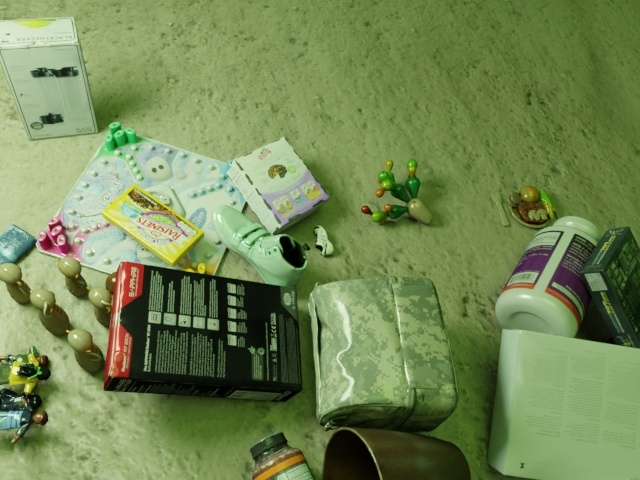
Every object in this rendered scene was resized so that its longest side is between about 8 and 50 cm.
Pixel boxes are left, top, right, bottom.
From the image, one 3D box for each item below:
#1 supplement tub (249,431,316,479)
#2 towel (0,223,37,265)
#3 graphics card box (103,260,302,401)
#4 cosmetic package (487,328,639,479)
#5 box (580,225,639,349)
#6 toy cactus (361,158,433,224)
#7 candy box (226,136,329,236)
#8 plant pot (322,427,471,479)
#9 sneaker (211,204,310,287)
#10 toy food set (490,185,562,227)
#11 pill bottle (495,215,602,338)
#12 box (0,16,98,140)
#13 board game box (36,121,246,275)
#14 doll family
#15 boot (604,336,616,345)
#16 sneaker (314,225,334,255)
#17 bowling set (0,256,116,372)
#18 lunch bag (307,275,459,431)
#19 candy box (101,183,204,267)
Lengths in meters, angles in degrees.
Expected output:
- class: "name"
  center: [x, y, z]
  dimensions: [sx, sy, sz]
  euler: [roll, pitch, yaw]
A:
- class: "supplement tub"
  center: [-0.058, 0.456, 1.034]
  dimensions: [0.106, 0.106, 0.198]
  euler: [-20, 63, -22]
- class: "towel"
  center: [-0.677, 0.022, 1.220]
  dimensions: [0.067, 0.029, 0.119]
  euler: [30, 57, 7]
- class: "graphics card box"
  center: [-0.221, 0.185, 1.118]
  dimensions: [0.371, 0.094, 0.233]
  euler: [10, 55, -25]
- class: "cosmetic package"
  center: [0.553, 0.351, 1.168]
  dimensions: [0.377, 0.097, 0.284]
  euler: [10, 81, -5]
- class: "box"
  center: [0.694, 0.112, 1.293]
  dimensions: [0.183, 0.059, 0.233]
  euler: [-41, 106, -34]
- class: "toy cactus"
  center: [0.208, -0.105, 1.461]
  dimensions: [0.180, 0.112, 0.219]
  euler: [41, 55, -8]
- class: "candy box"
  center: [-0.103, -0.133, 1.379]
  dimensions: [0.165, 0.070, 0.196]
  euler: [-32, 83, -34]
- class: "plant pot"
  center: [0.154, 0.444, 1.046]
  dimensions: [0.230, 0.215, 0.215]
  euler: [2, 57, -28]
- class: "sneaker"
  center: [-0.127, -0.009, 1.256]
  dimensions: [0.256, 0.151, 0.094]
  euler: [46, 51, 3]
- class: "toy food set"
  center: [0.575, -0.094, 1.551]
  dimensions: [0.192, 0.038, 0.132]
  euler: [-1, 59, -13]
- class: "pill bottle"
  center: [0.557, 0.090, 1.347]
  dimensions: [0.181, 0.181, 0.323]
  euler: [35, 58, 11]
- class: "box"
  center: [-0.628, -0.370, 1.321]
  dimensions: [0.169, 0.290, 0.087]
  euler: [-11, 62, -17]
- class: "board game box"
  center: [-0.392, -0.085, 1.335]
  dimensions: [0.390, 0.050, 0.390]
  euler: [18, 57, -1]
- class: "doll family"
  center: [-0.559, 0.283, 1.059]
  dimensions: [0.111, 0.076, 0.193]
  euler: [2, 63, -16]
- class: "boot"
  center: [0.702, 0.337, 1.282]
  dimensions: [0.178, 0.085, 0.236]
  euler: [-22, 59, -21]
- class: "sneaker"
  center: [0.000, 0.000, 1.375]
  dimensions: [0.037, 0.032, 0.083]
  euler: [-19, 63, -22]
- class: "bowling set"
  center: [-0.484, 0.100, 1.136]
  dimensions: [0.287, 0.154, 0.200]
  euler: [36, 59, 11]
- class: "lunch bag"
  center: [0.108, 0.225, 1.148]
  dimensions: [0.256, 0.212, 0.305]
  euler: [3, 57, -11]
- class: "candy box"
  center: [-0.372, -0.035, 1.262]
  dimensions: [0.206, 0.027, 0.105]
  euler: [33, 61, 10]
